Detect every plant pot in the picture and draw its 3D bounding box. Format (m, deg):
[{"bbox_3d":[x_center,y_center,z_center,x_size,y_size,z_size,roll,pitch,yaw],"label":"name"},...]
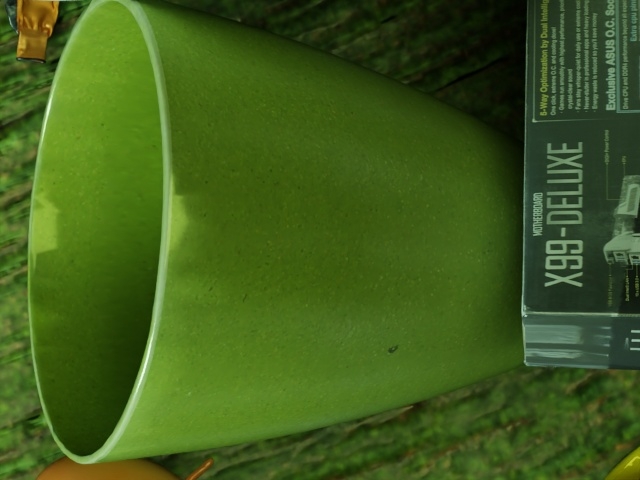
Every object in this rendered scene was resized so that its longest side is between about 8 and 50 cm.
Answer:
[{"bbox_3d":[0.000,0.000,1.178,0.293,0.275,0.275,4,86,-23],"label":"plant pot"}]

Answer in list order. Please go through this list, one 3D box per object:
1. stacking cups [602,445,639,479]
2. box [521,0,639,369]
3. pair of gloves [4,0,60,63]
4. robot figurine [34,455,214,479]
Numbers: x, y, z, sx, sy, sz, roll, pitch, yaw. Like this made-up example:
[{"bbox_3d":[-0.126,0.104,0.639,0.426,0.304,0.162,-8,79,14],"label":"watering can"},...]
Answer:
[{"bbox_3d":[0.312,0.266,1.273,0.096,0.096,0.316,-41,93,-9],"label":"stacking cups"},{"bbox_3d":[0.239,-0.077,1.118,0.242,0.076,0.308,0,64,7],"label":"box"},{"bbox_3d":[-0.207,-0.156,1.249,0.083,0.010,0.074,9,86,-30],"label":"pair of gloves"},{"bbox_3d":[-0.140,0.223,1.183,0.128,0.158,0.219,27,72,-18],"label":"robot figurine"}]
